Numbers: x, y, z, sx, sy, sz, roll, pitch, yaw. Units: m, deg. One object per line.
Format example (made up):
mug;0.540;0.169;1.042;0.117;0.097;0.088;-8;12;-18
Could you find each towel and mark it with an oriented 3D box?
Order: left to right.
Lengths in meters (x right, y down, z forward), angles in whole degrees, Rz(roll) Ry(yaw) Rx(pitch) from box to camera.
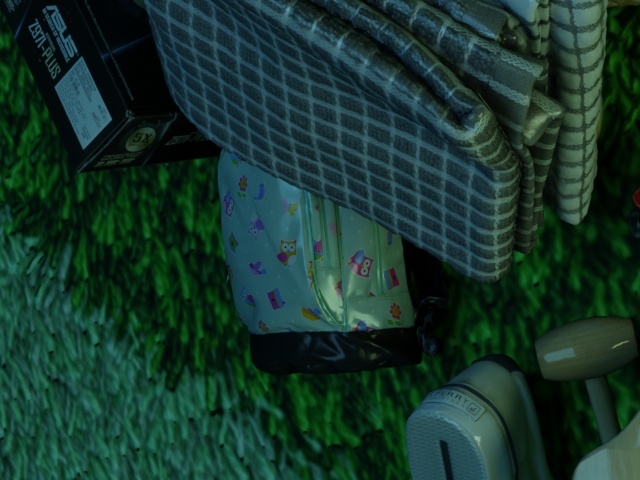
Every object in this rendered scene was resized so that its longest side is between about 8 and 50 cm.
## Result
towel;0.019;-0.107;1.044;0.284;0.121;0.235;32;158;20

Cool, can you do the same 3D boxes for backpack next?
backpack;0.000;0.000;1.256;0.152;0.115;0.182;-6;90;46

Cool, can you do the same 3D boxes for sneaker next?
sneaker;0.119;0.192;1.198;0.094;0.091;0.258;21;131;34

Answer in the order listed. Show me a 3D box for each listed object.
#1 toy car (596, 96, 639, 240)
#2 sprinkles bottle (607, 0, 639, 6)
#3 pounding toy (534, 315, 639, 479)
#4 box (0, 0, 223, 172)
toy car;0.211;-0.095;1.086;0.239;0.053;0.225;43;123;29
sprinkles bottle;0.113;-0.187;1.067;0.355;0.121;0.121;6;101;56
pounding toy;0.243;0.154;1.077;0.154;0.155;0.269;-24;76;15
box;-0.139;-0.149;1.339;0.077;0.147;0.180;-40;69;40
